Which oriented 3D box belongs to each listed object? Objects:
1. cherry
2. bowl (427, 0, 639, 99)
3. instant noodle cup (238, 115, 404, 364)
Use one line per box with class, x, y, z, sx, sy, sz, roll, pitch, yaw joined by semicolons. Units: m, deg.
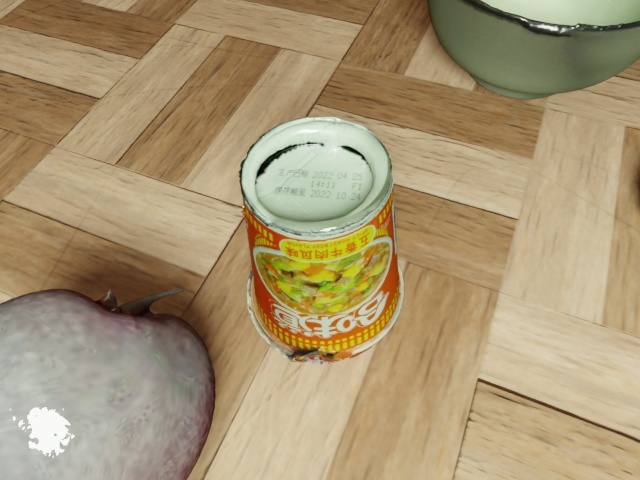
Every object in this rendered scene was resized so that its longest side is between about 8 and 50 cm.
cherry;-0.199;0.143;0.407;0.213;0.183;0.266;20;59;-34
bowl;0.316;-0.336;0.699;0.353;0.185;0.354;-2;57;2
instant noodle cup;0.000;0.000;0.481;0.193;0.212;0.193;-2;57;2
